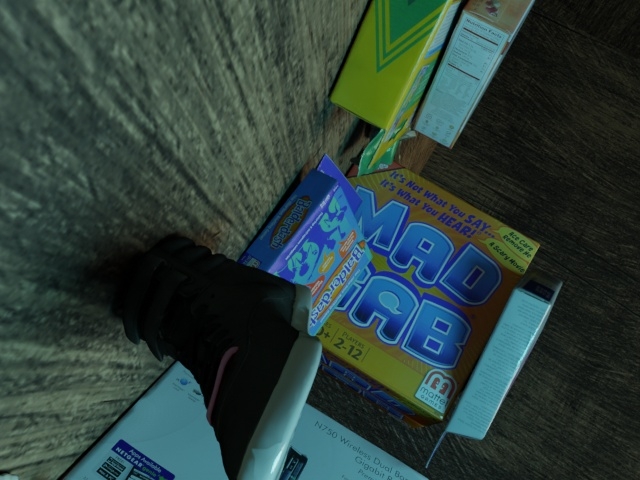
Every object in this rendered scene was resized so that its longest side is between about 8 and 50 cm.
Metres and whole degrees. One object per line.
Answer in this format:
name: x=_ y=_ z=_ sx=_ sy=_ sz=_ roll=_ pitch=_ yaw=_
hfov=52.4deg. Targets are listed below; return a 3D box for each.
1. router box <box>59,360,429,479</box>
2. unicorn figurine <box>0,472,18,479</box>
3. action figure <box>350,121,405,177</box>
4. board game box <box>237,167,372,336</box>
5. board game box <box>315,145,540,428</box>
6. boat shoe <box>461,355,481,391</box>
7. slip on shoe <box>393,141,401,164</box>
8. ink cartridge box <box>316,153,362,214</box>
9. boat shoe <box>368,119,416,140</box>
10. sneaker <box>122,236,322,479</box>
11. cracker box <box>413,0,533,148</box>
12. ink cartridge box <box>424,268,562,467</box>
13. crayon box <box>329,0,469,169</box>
router box: x=-0.080 y=0.293 z=0.693 sx=0.082 sy=0.335 sz=0.301 roll=-65 pitch=172 yaw=33
unicorn figurine: x=-0.240 y=0.226 z=0.490 sx=0.162 sy=0.060 sz=0.111 roll=-34 pitch=159 yaw=-34
action figure: x=0.112 y=-0.217 z=0.986 sx=0.137 sy=0.063 sz=0.232 roll=-44 pitch=160 yaw=-57
board game box: x=-0.012 y=0.027 z=0.880 sx=0.160 sy=0.047 sz=0.210 roll=-53 pitch=150 yaw=-14
board game box: x=0.135 y=0.111 z=1.266 sx=0.356 sy=0.356 sz=0.356 roll=-57 pitch=171 yaw=-15
boat shoe: x=0.277 y=0.268 z=1.269 sx=0.142 sy=0.040 sz=0.049 roll=-53 pitch=171 yaw=-34
slip on shoe: x=0.141 y=-0.179 z=1.342 sx=0.135 sy=0.051 sz=0.041 roll=99 pitch=18 yaw=-62
ink cartridge box: x=0.000 y=0.000 z=0.983 sx=0.208 sy=0.045 sz=0.206 roll=-59 pitch=156 yaw=-3
boat shoe: x=0.125 y=-0.215 z=1.169 sx=0.206 sy=0.075 sz=0.065 roll=-13 pitch=90 yaw=-72
sneaker: x=-0.083 y=0.078 z=0.468 sx=0.296 sy=0.147 sz=0.104 roll=-103 pitch=-146 yaw=-78
cracker box: x=0.204 y=-0.247 z=0.837 sx=0.155 sy=0.067 sz=0.232 roll=-57 pitch=173 yaw=-25
ink cartridge box: x=0.312 y=0.218 z=1.131 sx=0.324 sy=0.071 sz=0.330 roll=-9 pitch=123 yaw=-67
crayon box: x=0.118 y=-0.265 z=0.773 sx=0.323 sy=0.083 sz=0.203 roll=-65 pitch=171 yaw=31
